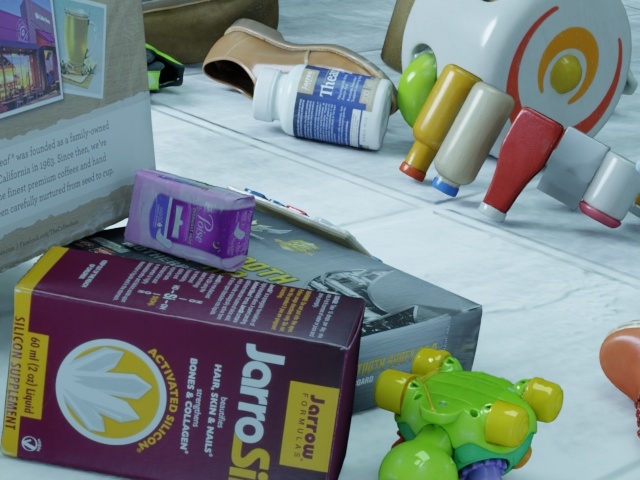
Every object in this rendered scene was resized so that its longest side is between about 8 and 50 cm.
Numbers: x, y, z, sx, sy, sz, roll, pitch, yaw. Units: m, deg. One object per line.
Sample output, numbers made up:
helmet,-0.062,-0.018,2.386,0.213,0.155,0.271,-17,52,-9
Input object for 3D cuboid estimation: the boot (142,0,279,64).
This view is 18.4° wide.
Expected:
boot,-0.191,-0.219,2.001,0.305,0.115,0.112,-8,40,5

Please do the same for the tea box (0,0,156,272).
tea box,-0.326,-0.095,1.261,0.324,0.220,0.329,3,15,27

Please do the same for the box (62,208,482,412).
box,-0.039,0.044,1.302,0.231,0.056,0.183,24,24,39

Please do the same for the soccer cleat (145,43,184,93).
soccer cleat,-0.192,-0.159,1.854,0.072,0.060,0.179,18,18,24

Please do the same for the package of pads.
package of pads,-0.086,-0.014,1.284,0.083,0.050,0.032,16,14,26

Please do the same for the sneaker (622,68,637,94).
sneaker,0.245,-0.160,2.023,0.185,0.069,0.084,-24,59,-33

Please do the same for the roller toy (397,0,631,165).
roller toy,0.187,-0.173,1.832,0.191,0.209,0.146,19,7,-43

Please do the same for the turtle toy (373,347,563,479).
turtle toy,0.076,0.112,1.129,0.095,0.066,0.130,15,20,26

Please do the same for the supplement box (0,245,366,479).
supplement box,-0.076,0.076,1.113,0.188,0.104,0.081,10,19,6

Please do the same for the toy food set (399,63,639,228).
toy food set,0.181,-0.053,1.683,0.232,0.104,0.111,29,8,7

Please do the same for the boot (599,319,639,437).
boot,0.220,0.097,1.255,0.085,0.059,0.158,-11,27,-34

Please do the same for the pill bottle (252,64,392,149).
pill bottle,0.002,-0.125,1.815,0.120,0.067,0.067,11,18,8

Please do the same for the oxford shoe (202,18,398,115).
oxford shoe,-0.021,-0.149,1.910,0.212,0.076,0.076,18,48,31

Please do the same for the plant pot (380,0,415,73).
plant pot,0.197,-0.306,2.150,0.237,0.254,0.237,6,18,-2

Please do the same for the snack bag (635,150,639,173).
snack bag,0.442,0.006,1.404,0.323,0.037,0.342,21,-3,-30

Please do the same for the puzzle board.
puzzle board,0.000,0.000,1.432,0.128,0.011,0.096,23,-14,42
